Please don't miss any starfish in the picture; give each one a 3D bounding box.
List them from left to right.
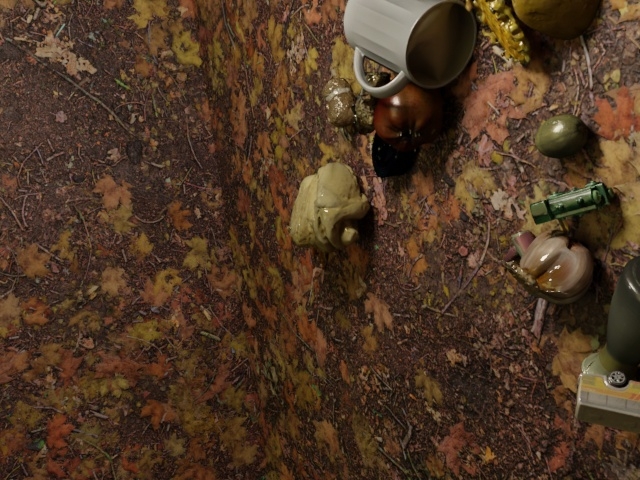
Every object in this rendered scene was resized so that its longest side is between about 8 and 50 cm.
[{"bbox_3d":[-0.001,0.000,2.808,0.240,0.043,0.227,55,143,41],"label":"starfish"}]

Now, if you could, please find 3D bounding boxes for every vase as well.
[{"bbox_3d":[0.673,0.196,1.530,0.173,0.173,0.321,54,150,38],"label":"vase"}]

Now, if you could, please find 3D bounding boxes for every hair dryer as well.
[{"bbox_3d":[0.515,0.040,1.880,0.106,0.054,0.154,69,161,8],"label":"hair dryer"}]

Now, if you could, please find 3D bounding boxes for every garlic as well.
[{"bbox_3d":[0.520,0.033,1.704,0.207,0.207,0.256,-45,54,57],"label":"garlic"}]

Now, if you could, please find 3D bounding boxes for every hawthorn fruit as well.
[{"bbox_3d":[0.247,-0.385,2.058,0.208,0.208,0.248,118,156,-50],"label":"hawthorn fruit"}]

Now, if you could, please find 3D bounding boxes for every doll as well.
[{"bbox_3d":[0.069,-0.443,2.436,0.115,0.105,0.221,-9,85,37],"label":"doll"}]

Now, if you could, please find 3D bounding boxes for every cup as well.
[{"bbox_3d":[0.204,-0.543,1.960,0.323,0.237,0.327,-50,45,3],"label":"cup"}]

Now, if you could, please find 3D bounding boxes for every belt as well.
[{"bbox_3d":[0.225,-0.286,2.242,0.198,0.078,0.151,115,140,-52],"label":"belt"}]

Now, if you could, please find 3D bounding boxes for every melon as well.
[{"bbox_3d":[0.548,-0.237,1.648,0.131,0.098,0.098,-15,87,58],"label":"melon"}]

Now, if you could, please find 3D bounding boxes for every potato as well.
[{"bbox_3d":[0.495,-0.540,1.579,0.178,0.158,0.203,56,149,38],"label":"potato"}]

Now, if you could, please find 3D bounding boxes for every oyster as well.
[{"bbox_3d":[0.163,-0.425,2.166,0.092,0.198,0.259,16,158,23],"label":"oyster"}]

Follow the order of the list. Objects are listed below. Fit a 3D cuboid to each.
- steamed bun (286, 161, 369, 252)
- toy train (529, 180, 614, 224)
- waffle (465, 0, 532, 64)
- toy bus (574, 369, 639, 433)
[{"bbox_3d":[0.036,-0.107,2.500,0.372,0.230,0.324,148,139,-66],"label":"steamed bun"},{"bbox_3d":[0.568,-0.084,1.628,0.170,0.111,0.071,-18,88,42],"label":"toy train"},{"bbox_3d":[0.411,-0.535,1.713,0.262,0.060,0.280,56,-171,-23],"label":"waffle"},{"bbox_3d":[0.669,0.347,1.495,0.268,0.106,0.092,9,139,20],"label":"toy bus"}]
